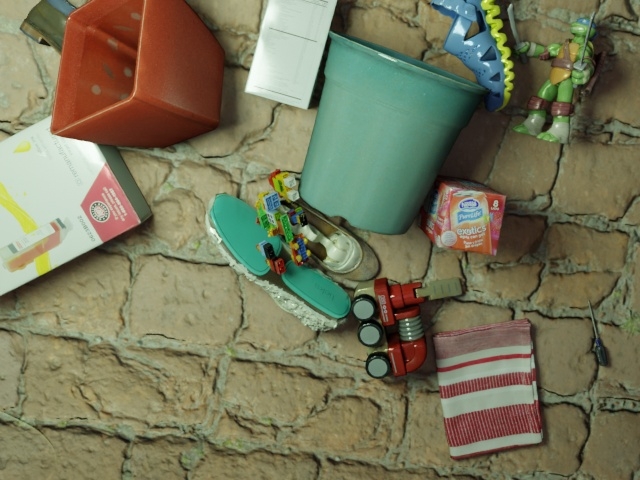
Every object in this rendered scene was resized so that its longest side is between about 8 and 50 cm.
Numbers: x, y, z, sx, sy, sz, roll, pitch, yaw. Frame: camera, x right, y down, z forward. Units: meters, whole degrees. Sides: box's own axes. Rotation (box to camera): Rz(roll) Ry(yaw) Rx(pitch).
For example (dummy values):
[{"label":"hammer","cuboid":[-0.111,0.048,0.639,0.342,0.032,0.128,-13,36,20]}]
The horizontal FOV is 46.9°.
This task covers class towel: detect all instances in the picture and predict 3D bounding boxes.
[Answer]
[{"label":"towel","cuboid":[0.406,0.361,1.780,0.237,0.037,0.328,-10,102,-1]}]

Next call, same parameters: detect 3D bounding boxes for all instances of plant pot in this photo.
[{"label":"plant pot","cuboid":[0.124,-0.210,1.512,0.341,0.341,0.334,17,108,-7]},{"label":"plant pot","cuboid":[-0.334,-0.319,1.439,0.236,0.267,0.267,20,66,-47]}]

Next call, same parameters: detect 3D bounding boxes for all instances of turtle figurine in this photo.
[{"label":"turtle figurine","cuboid":[0.476,-0.352,1.562,0.198,0.275,0.266,20,106,27]}]

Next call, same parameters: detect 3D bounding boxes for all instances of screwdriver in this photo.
[{"label":"screwdriver","cuboid":[0.665,0.223,1.783,0.024,0.025,0.169,-16,93,0]}]

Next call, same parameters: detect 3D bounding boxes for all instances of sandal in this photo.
[{"label":"sandal","cuboid":[0.325,-0.427,1.577,0.138,0.126,0.317,-15,93,2]}]

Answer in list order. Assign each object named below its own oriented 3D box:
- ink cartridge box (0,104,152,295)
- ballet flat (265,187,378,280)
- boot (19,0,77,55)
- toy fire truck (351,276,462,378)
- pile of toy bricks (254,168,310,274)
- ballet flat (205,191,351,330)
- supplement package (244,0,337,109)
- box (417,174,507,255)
[{"label":"ink cartridge box","cuboid":[-0.599,-0.078,1.556,0.385,0.160,0.279,-27,102,2]},{"label":"ballet flat","cuboid":[0.000,0.000,1.642,0.316,0.106,0.107,34,97,-10]},{"label":"boot","cuboid":[-0.505,-0.425,1.532,0.219,0.082,0.106,31,100,-8]},{"label":"toy fire truck","cuboid":[0.210,0.179,1.687,0.246,0.158,0.217,-12,102,9]},{"label":"pile of toy bricks","cuboid":[-0.100,-0.039,1.546,0.118,0.105,0.212,-31,125,-28]},{"label":"ballet flat","cuboid":[-0.114,0.070,1.638,0.409,0.147,0.147,42,96,-10]},{"label":"supplement package","cuboid":[-0.057,-0.408,1.537,0.139,0.134,0.244,16,100,-4]},{"label":"box","cuboid":[0.295,-0.061,1.572,0.123,0.257,0.128,8,101,-4]}]
